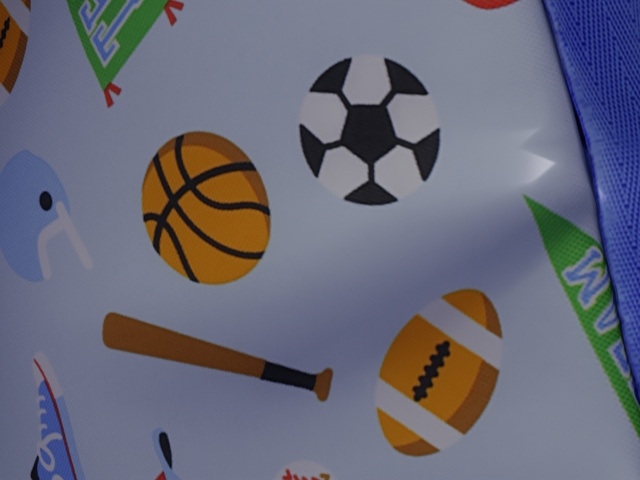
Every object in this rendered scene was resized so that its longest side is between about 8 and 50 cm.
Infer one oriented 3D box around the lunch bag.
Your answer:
[{"bbox_3d":[0.000,0.000,0.663,0.385,0.239,0.327,-24,79,56],"label":"lunch bag"}]
